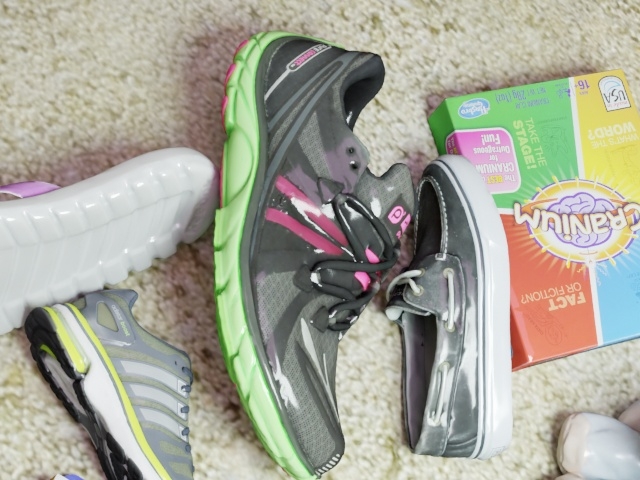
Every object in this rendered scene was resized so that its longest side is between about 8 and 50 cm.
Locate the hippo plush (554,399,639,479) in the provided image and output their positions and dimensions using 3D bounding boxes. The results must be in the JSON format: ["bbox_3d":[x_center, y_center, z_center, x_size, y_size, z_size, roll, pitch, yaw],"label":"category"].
[{"bbox_3d":[0.378,0.286,1.087,0.234,0.236,0.294,-31,83,-20],"label":"hippo plush"}]

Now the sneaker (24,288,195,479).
[{"bbox_3d":[-0.164,0.173,1.063,0.121,0.111,0.300,-30,89,-32],"label":"sneaker"}]

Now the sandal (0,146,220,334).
[{"bbox_3d":[-0.297,-0.002,1.067,0.416,0.169,0.102,-17,47,-28],"label":"sandal"}]

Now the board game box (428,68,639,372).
[{"bbox_3d":[0.286,-0.029,1.253,0.242,0.064,0.316,-12,77,-17],"label":"board game box"}]

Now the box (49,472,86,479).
[{"bbox_3d":[-0.243,0.287,1.025,0.081,0.028,0.136,34,51,-13],"label":"box"}]

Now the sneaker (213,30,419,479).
[{"bbox_3d":[0.000,0.000,1.098,0.202,0.185,0.483,-1,74,4],"label":"sneaker"}]

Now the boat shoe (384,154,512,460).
[{"bbox_3d":[0.130,0.068,1.155,0.119,0.121,0.335,-1,76,-18],"label":"boat shoe"}]
